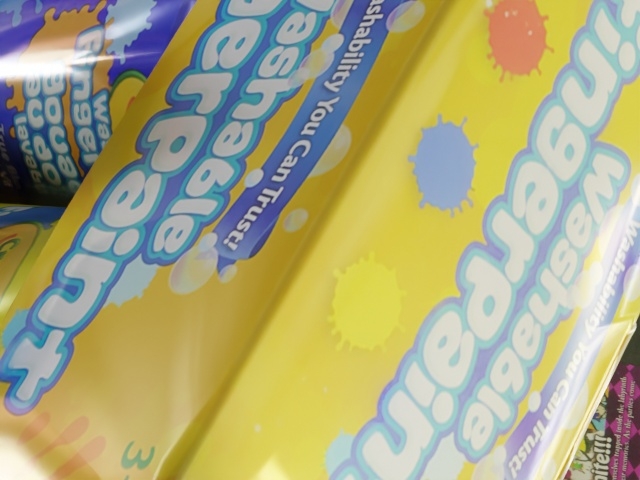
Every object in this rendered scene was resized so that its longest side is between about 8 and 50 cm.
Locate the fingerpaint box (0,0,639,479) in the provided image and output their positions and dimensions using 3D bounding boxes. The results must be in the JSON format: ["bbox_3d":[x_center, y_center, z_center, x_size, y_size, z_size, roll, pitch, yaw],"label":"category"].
[{"bbox_3d":[-0.032,-0.060,0.694,0.371,0.444,0.163,5,147,47],"label":"fingerpaint box"}]

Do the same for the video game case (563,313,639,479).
[{"bbox_3d":[0.209,0.153,0.831,0.210,0.232,0.042,12,160,-9],"label":"video game case"}]
